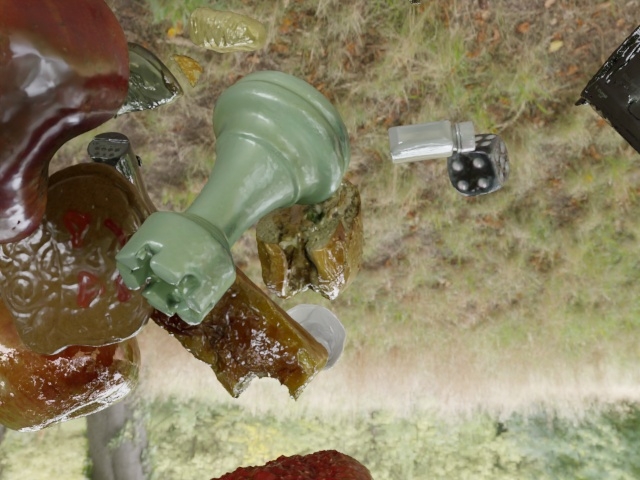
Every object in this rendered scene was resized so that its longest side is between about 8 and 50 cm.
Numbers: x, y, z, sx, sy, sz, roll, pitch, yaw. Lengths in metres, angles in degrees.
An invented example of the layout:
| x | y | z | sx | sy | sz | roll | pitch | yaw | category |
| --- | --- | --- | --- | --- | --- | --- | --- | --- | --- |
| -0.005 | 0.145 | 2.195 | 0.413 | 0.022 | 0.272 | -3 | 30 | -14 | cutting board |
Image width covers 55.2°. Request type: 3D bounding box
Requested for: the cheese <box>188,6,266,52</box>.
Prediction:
| x | y | z | sx | sy | sz | roll | pitch | yaw | category |
| --- | --- | --- | --- | --- | --- | --- | --- | --- | --- |
| -0.275 | -0.628 | 1.840 | 0.214 | 0.117 | 0.226 | 16 | -164 | 38 | cheese |

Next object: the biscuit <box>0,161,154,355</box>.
| x | y | z | sx | sy | sz | roll | pitch | yaw | category |
| --- | --- | --- | --- | --- | --- | --- | --- | --- | --- |
| -0.363 | 0.026 | 0.912 | 0.258 | 0.272 | 0.049 | -13 | 175 | 6 | biscuit |

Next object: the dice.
| x | y | z | sx | sy | sz | roll | pitch | yaw | category |
| --- | --- | --- | --- | --- | --- | --- | --- | --- | --- |
| 0.575 | -0.277 | 2.228 | 0.183 | 0.181 | 0.183 | -5 | 116 | 34 | dice |

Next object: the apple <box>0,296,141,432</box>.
| x | y | z | sx | sy | sz | roll | pitch | yaw | category |
| --- | --- | --- | --- | --- | --- | --- | --- | --- | --- |
| -0.504 | 0.208 | 1.159 | 0.302 | 0.301 | 0.301 | 3 | 142 | 2 | apple |

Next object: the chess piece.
| x | y | z | sx | sy | sz | roll | pitch | yaw | category |
| --- | --- | --- | --- | --- | --- | --- | --- | --- | --- |
| -0.107 | -0.049 | 0.746 | 0.195 | 0.299 | 0.194 | 24 | 147 | 17 | chess piece |

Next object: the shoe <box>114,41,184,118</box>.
| x | y | z | sx | sy | sz | roll | pitch | yaw | category |
| --- | --- | --- | --- | --- | --- | --- | --- | --- | --- |
| -0.335 | -0.255 | 1.016 | 0.275 | 0.098 | 0.103 | 11 | 154 | 41 | shoe |

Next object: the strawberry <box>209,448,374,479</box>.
| x | y | z | sx | sy | sz | roll | pitch | yaw | category |
| --- | --- | --- | --- | --- | --- | --- | --- | --- | --- |
| -0.047 | 0.424 | 0.855 | 0.312 | 0.351 | 0.267 | -22 | 94 | 34 | strawberry |

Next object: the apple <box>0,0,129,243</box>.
| x | y | z | sx | sy | sz | roll | pitch | yaw | category |
| --- | --- | --- | --- | --- | --- | --- | --- | --- | --- |
| -0.420 | -0.198 | 0.751 | 0.329 | 0.364 | 0.295 | -30 | 159 | -20 | apple |

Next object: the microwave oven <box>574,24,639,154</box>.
| x | y | z | sx | sy | sz | roll | pitch | yaw | category |
| --- | --- | --- | --- | --- | --- | --- | --- | --- | --- |
| 0.478 | -0.156 | 0.761 | 0.188 | 0.247 | 0.178 | 13 | 129 | -33 | microwave oven |

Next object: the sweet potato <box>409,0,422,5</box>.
| x | y | z | sx | sy | sz | roll | pitch | yaw | category |
| --- | --- | --- | --- | --- | --- | --- | --- | --- | --- |
| 0.180 | -0.739 | 1.639 | 0.273 | 0.075 | 0.075 | 37 | 132 | -19 | sweet potato |

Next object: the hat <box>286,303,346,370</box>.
| x | y | z | sx | sy | sz | roll | pitch | yaw | category |
| --- | --- | --- | --- | --- | --- | --- | --- | --- | --- |
| -0.026 | 0.283 | 1.664 | 0.203 | 0.203 | 0.126 | 2 | 149 | 3 | hat |

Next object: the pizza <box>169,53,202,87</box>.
| x | y | z | sx | sy | sz | roll | pitch | yaw | category |
| --- | --- | --- | --- | --- | --- | --- | --- | --- | --- |
| -0.399 | -0.501 | 1.828 | 0.026 | 0.108 | 0.123 | -22 | 164 | 34 | pizza |

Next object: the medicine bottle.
| x | y | z | sx | sy | sz | roll | pitch | yaw | category |
| --- | --- | --- | --- | --- | --- | --- | --- | --- | --- |
| 0.243 | -0.219 | 1.348 | 0.183 | 0.069 | 0.119 | -5 | 166 | 9 | medicine bottle |

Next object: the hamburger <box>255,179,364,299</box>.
| x | y | z | sx | sy | sz | roll | pitch | yaw | category |
| --- | --- | --- | --- | --- | --- | --- | --- | --- | --- |
| 0.000 | 0.000 | 0.949 | 0.144 | 0.283 | 0.156 | -5 | 115 | 15 | hamburger |

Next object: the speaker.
| x | y | z | sx | sy | sz | roll | pitch | yaw | category |
| --- | --- | --- | --- | --- | --- | --- | --- | --- | --- |
| -0.486 | -0.066 | 1.430 | 0.198 | 0.259 | 0.329 | 25 | 151 | 19 | speaker |

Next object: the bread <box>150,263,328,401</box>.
| x | y | z | sx | sy | sz | roll | pitch | yaw | category |
| --- | --- | --- | --- | --- | --- | --- | --- | --- | --- |
| -0.172 | 0.148 | 1.087 | 0.185 | 0.380 | 0.109 | -52 | 165 | 9 | bread |
